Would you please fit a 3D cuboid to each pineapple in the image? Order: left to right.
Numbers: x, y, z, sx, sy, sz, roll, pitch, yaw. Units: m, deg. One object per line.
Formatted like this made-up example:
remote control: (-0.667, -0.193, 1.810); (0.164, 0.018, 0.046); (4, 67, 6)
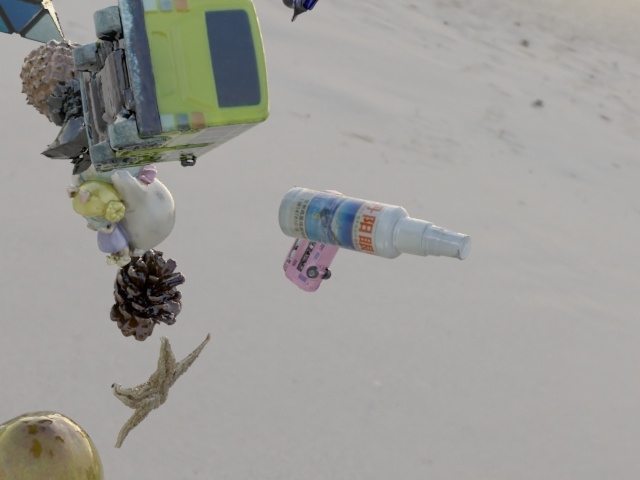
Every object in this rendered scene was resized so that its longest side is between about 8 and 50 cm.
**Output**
pineapple: (-0.311, -0.168, 1.295); (0.111, 0.119, 0.237); (10, 26, -35)

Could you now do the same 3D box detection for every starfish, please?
starfish: (-0.317, 0.274, 1.997); (0.048, 0.295, 0.231); (36, -22, 21)

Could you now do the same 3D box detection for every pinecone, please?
pinecone: (-0.366, 0.107, 2.147); (0.150, 0.195, 0.179); (10, 40, -4)

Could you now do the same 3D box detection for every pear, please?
pear: (-0.376, 0.318, 1.320); (0.200, 0.200, 0.200); (21, 13, -5)

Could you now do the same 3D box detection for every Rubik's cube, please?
Rubik's cube: (-0.545, -0.405, 1.757); (0.234, 0.250, 0.284); (49, 0, -14)

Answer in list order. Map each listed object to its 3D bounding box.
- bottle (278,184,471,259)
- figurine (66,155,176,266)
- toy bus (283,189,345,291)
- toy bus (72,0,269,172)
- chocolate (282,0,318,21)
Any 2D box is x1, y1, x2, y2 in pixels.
bottle: (0.058, -0.014, 1.082); (0.217, 0.060, 0.060); (11, 6, 30)
figurine: (-0.314, -0.095, 1.515); (0.127, 0.235, 0.155); (15, 48, 42)
toy bus: (0.000, 0.000, 2.007); (0.090, 0.203, 0.063); (35, 14, 30)
toy bus: (-0.149, -0.143, 0.976); (0.150, 0.128, 0.262); (-9, 0, -21)
chocolate: (0.004, -0.570, 2.012); (0.148, 0.343, 0.126); (1, -25, 44)
